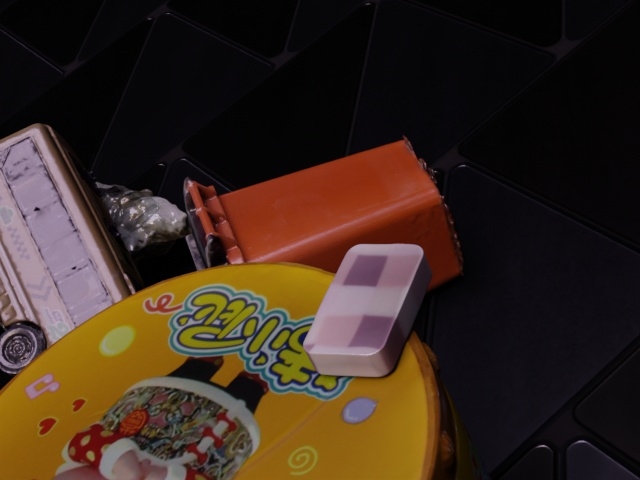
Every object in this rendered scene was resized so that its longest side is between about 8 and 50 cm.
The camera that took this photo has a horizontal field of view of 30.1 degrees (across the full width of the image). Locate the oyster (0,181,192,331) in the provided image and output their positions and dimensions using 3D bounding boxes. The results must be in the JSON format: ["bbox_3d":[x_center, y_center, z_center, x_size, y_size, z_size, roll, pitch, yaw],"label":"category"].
[{"bbox_3d":[-0.283,0.004,1.354,0.268,0.112,0.198,-28,38,-5],"label":"oyster"}]

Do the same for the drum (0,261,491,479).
[{"bbox_3d":[-0.071,0.230,0.884,0.431,0.214,0.431,-17,38,14],"label":"drum"}]

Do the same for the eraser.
[{"bbox_3d":[0.034,0.048,0.838,0.065,0.026,0.105,1,46,28],"label":"eraser"}]

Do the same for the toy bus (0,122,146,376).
[{"bbox_3d":[-0.265,0.033,1.212,0.157,0.139,0.289,-30,64,-1],"label":"toy bus"}]

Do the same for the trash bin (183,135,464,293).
[{"bbox_3d":[0.000,0.000,1.134,0.239,0.184,0.161,-24,38,-3],"label":"trash bin"}]
